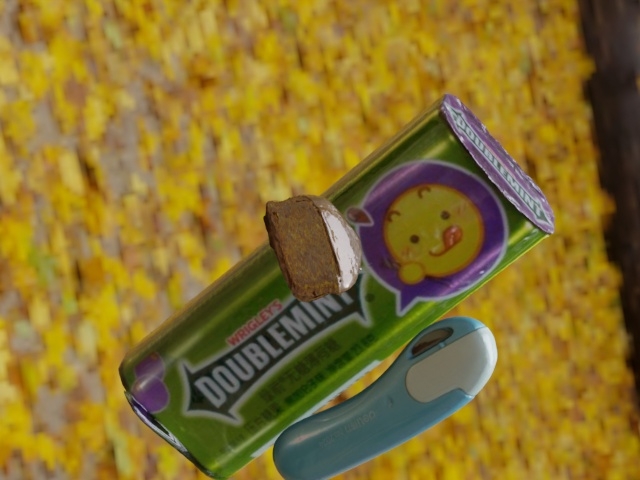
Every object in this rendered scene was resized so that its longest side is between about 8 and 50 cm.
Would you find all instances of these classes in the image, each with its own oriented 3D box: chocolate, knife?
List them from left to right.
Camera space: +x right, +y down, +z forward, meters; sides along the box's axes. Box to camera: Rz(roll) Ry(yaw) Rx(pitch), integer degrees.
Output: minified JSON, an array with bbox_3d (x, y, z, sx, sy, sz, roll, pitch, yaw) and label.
[{"bbox_3d":[0.000,0.000,1.057,0.065,0.031,0.100,70,-19,-1],"label":"chocolate"},{"bbox_3d":[0.046,0.122,1.342,0.031,0.222,0.064,-6,67,-53],"label":"knife"}]

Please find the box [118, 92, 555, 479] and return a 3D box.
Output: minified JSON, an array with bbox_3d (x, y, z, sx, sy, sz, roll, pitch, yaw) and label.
[{"bbox_3d":[0.007,0.044,1.407,0.134,0.345,0.097,47,21,-14],"label":"box"}]
